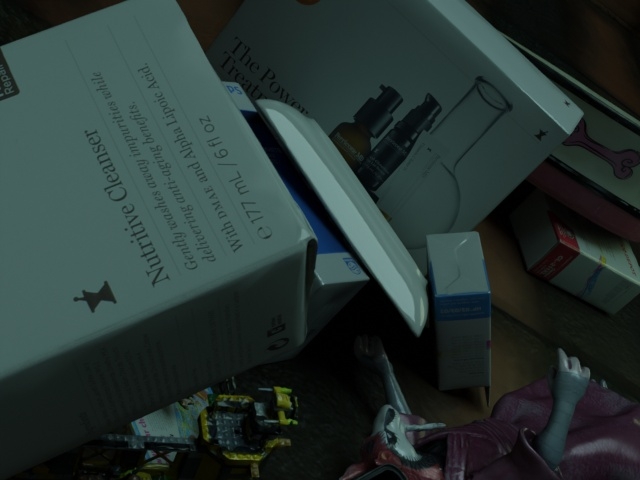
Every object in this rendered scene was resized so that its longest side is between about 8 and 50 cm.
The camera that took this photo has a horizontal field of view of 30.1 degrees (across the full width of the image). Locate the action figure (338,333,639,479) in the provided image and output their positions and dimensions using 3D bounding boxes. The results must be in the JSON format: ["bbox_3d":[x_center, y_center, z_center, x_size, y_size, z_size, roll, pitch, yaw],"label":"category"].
[{"bbox_3d":[0.167,0.231,1.168,0.370,0.248,0.276,-1,93,-35],"label":"action figure"}]

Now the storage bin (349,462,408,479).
[{"bbox_3d":[0.013,0.266,0.946,0.180,0.084,0.122,-13,74,-56],"label":"storage bin"}]

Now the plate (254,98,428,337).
[{"bbox_3d":[0.038,-0.026,1.257,0.277,0.045,0.278,55,2,5],"label":"plate"}]

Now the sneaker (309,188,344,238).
[{"bbox_3d":[0.000,0.000,1.305,0.068,0.071,0.170,25,34,-28],"label":"sneaker"}]

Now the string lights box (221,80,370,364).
[{"bbox_3d":[-0.078,-0.020,1.175,0.076,0.133,0.260,-5,54,-51],"label":"string lights box"}]

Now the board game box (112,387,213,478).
[{"bbox_3d":[-0.114,0.177,0.988,0.103,0.026,0.154,6,46,-47],"label":"board game box"}]

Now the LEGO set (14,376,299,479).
[{"bbox_3d":[-0.136,0.036,0.926,0.254,0.192,0.331,12,44,-14],"label":"LEGO set"}]

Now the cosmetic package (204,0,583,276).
[{"bbox_3d":[0.069,-0.170,1.390,0.377,0.284,0.097,43,30,1],"label":"cosmetic package"}]

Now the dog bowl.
[{"bbox_3d":[0.373,-0.150,1.762,0.408,0.150,0.408,31,14,-9],"label":"dog bowl"}]

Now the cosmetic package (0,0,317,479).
[{"bbox_3d":[-0.221,0.027,0.724,0.385,0.156,0.217,-24,65,-16],"label":"cosmetic package"}]

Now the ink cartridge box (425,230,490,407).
[{"bbox_3d":[0.153,0.092,1.324,0.061,0.181,0.104,-5,39,3],"label":"ink cartridge box"}]

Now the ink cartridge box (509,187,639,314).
[{"bbox_3d":[0.371,0.016,1.722,0.175,0.072,0.127,27,33,-26],"label":"ink cartridge box"}]
